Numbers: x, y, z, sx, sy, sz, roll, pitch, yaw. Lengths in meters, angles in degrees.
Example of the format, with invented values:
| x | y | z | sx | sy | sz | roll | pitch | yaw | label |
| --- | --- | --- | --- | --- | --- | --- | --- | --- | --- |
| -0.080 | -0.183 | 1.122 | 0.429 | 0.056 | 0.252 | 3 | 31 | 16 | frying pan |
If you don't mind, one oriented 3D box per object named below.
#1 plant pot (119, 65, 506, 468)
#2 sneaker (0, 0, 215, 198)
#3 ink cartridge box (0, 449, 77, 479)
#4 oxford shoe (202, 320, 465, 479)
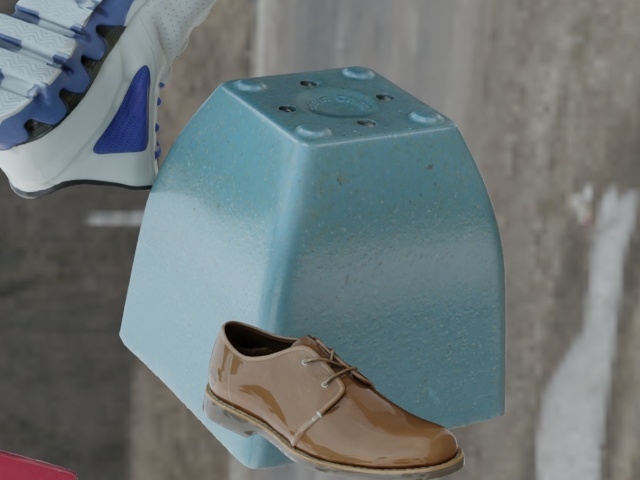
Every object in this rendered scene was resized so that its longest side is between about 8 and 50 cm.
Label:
| x | y | z | sx | sy | sz | roll | pitch | yaw | label |
| --- | --- | --- | --- | --- | --- | --- | --- | --- | --- |
| 0.000 | 0.000 | 1.613 | 0.248 | 0.247 | 0.252 | 38 | 130 | 50 | plant pot |
| -0.173 | -0.148 | 1.642 | 0.127 | 0.315 | 0.182 | 26 | 151 | 32 | sneaker |
| -0.313 | 0.211 | 1.135 | 0.131 | 0.306 | 0.226 | -39 | 37 | 54 | ink cartridge box |
| 0.005 | 0.108 | 1.342 | 0.212 | 0.076 | 0.076 | 17 | 113 | 33 | oxford shoe |
